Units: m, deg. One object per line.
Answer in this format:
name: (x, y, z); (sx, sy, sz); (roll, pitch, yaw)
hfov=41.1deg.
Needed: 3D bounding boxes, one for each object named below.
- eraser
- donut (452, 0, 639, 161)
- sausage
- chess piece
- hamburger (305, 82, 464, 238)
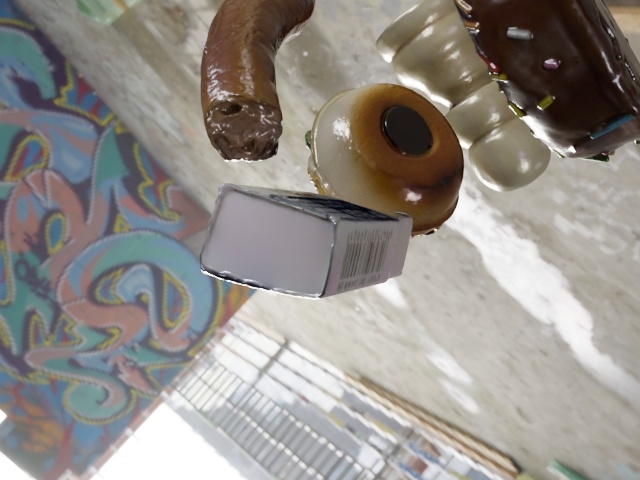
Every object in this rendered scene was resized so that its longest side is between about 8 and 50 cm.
eraser: (0.000, 0.000, 0.875); (0.130, 0.086, 0.287); (15, -174, 20)
donut: (0.164, -0.160, 0.621); (0.235, 0.089, 0.235); (43, -151, -32)
sausage: (-0.068, -0.198, 0.883); (0.103, 0.302, 0.076); (34, 129, -22)
chess piece: (0.227, -0.210, 1.248); (0.300, 0.167, 0.167); (56, 166, 5)
hamburger: (0.090, -0.104, 1.142); (0.237, 0.237, 0.147); (43, 142, 1)
